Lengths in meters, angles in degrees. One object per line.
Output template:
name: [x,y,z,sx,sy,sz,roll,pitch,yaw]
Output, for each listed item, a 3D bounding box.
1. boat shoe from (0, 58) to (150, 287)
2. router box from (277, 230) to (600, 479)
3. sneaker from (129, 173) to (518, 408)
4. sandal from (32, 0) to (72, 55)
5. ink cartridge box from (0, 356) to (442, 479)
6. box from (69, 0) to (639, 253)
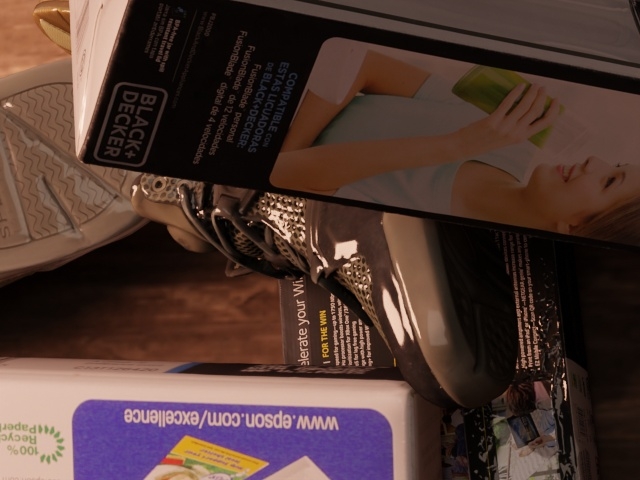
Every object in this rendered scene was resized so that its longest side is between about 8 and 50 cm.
boat shoe: [-0.200,-0.013,0.939,0.320,0.103,0.118,-17,85,20]
router box: [0.050,0.038,0.856,0.133,0.046,0.179,-9,73,19]
sneaker: [0.000,0.000,0.799,0.130,0.087,0.227,-33,50,12]
sandal: [-0.050,-0.109,0.921,0.180,0.072,0.049,-1,61,18]
ink cartridge box: [-0.092,0.206,0.838,0.304,0.072,0.307,1,97,19]
box: [0.051,-0.091,0.750,0.290,0.087,0.169,10,41,-17]
